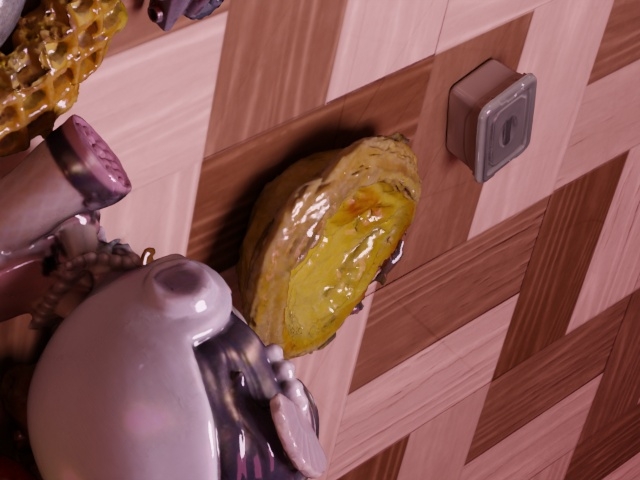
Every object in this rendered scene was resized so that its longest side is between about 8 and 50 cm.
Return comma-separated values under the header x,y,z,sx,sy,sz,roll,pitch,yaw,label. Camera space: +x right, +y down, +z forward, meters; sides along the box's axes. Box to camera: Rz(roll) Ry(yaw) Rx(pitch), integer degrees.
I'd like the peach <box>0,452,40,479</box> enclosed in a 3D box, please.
x,y,z,sx,sy,sz,roll,pitch,yaw,label
-0.382,0.336,1.510,0.335,0.310,0.406,55,44,-17,peach

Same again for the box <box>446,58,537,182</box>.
x,y,z,sx,sy,sz,roll,pitch,yaw,label
0.184,-0.135,2.090,0.089,0.062,0.122,-38,150,-26,box

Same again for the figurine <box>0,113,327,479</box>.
x,y,z,sx,sy,sz,roll,pitch,yaw,label
-0.161,0.104,1.528,0.211,0.361,0.253,-39,166,-15,figurine

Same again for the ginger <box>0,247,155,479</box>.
x,y,z,sx,sy,sz,roll,pitch,yaw,label
-0.186,0.161,1.796,0.274,0.152,0.357,-4,128,-31,ginger

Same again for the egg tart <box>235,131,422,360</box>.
x,y,z,sx,sy,sz,roll,pitch,yaw,label
0.000,0.000,1.943,0.279,0.095,0.279,-43,155,-26,egg tart

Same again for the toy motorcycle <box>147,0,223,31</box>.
x,y,z,sx,sy,sz,roll,pitch,yaw,label
-0.096,-0.247,1.512,0.122,0.082,0.213,-24,151,-32,toy motorcycle

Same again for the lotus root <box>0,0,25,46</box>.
x,y,z,sx,sy,sz,roll,pitch,yaw,label
-0.241,-0.194,1.361,0.088,0.088,0.165,15,100,-61,lotus root

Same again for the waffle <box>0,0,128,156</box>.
x,y,z,sx,sy,sz,roll,pitch,yaw,label
-0.221,-0.148,1.473,0.194,0.051,0.149,-52,154,1,waffle
